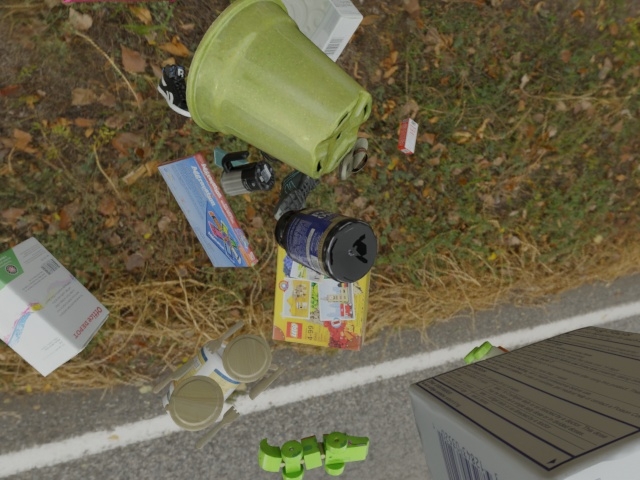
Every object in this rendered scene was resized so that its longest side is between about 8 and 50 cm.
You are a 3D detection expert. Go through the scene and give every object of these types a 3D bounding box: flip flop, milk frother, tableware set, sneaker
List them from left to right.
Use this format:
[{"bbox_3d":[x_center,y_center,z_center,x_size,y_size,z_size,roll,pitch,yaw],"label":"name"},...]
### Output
[{"bbox_3d":[-0.469,-0.512,1.436,0.079,0.217,0.121,-15,142,-48],"label":"sneaker"},{"bbox_3d":[-0.167,0.243,0.742,0.194,0.128,0.039,-38,160,-28],"label":"tableware set"},{"bbox_3d":[-0.194,-0.204,1.224,0.143,0.134,0.129,-38,119,-51],"label":"milk frother"},{"bbox_3d":[-0.097,-0.170,1.545,0.267,0.106,0.101,-55,139,-30],"label":"sneaker"},{"bbox_3d":[0.146,-0.324,1.721,0.080,0.277,0.112,8,125,20],"label":"flip flop"}]

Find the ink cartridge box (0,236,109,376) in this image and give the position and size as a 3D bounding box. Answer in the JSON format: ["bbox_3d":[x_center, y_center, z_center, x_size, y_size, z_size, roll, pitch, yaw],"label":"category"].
[{"bbox_3d":[-0.521,0.119,0.801,0.093,0.154,0.212,-37,108,6],"label":"ink cartridge box"}]

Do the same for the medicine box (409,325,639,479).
[{"bbox_3d":[0.284,0.208,0.444,0.289,0.263,0.149,-14,88,-11],"label":"medicine box"}]

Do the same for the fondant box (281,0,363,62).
[{"bbox_3d":[-0.067,-0.625,1.177,0.096,0.330,0.238,-26,167,-41],"label":"fondant box"}]

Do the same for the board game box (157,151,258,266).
[{"bbox_3d":[-0.259,-0.060,0.999,0.027,0.145,0.281,-46,122,-41],"label":"board game box"}]

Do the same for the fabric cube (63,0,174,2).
[{"bbox_3d":[-0.257,-0.507,0.572,0.254,0.258,0.259,-23,109,28],"label":"fabric cube"}]

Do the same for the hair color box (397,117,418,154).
[{"bbox_3d":[0.392,-0.466,1.934,0.072,0.043,0.141,21,76,-39],"label":"hair color box"}]

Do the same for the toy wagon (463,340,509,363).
[{"bbox_3d":[0.508,0.371,1.101,0.068,0.267,0.344,-41,160,-9],"label":"toy wagon"}]

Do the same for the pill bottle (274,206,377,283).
[{"bbox_3d":[0.000,0.000,0.862,0.122,0.219,0.123,-10,108,-33],"label":"pill bottle"}]

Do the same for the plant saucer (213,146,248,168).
[{"bbox_3d":[-0.301,-0.257,1.443,0.018,0.192,0.067,-21,127,-38],"label":"plant saucer"}]

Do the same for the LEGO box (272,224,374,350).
[{"bbox_3d":[0.014,0.167,1.801,0.372,0.193,0.501,5,94,11],"label":"LEGO box"}]

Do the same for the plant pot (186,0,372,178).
[{"bbox_3d":[-0.055,-0.256,0.797,0.276,0.253,0.276,-50,169,-14],"label":"plant pot"}]

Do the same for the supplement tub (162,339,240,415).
[{"bbox_3d":[-0.314,0.388,1.173,0.200,0.144,0.144,-48,131,0],"label":"supplement tub"}]

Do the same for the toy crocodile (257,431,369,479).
[{"bbox_3d":[-0.019,0.639,1.306,0.340,0.105,0.115,-6,115,-9],"label":"toy crocodile"}]
